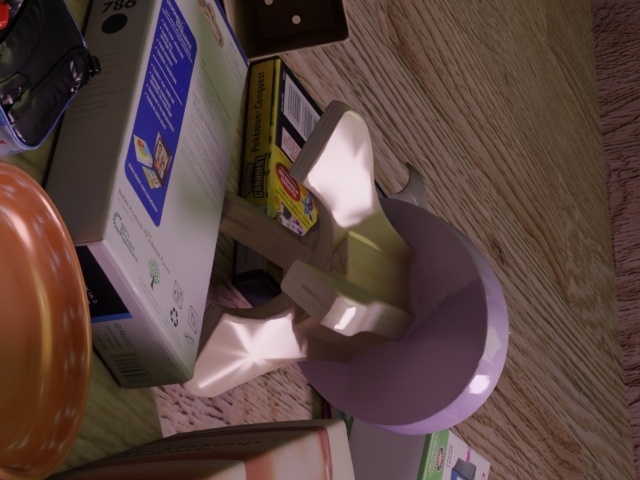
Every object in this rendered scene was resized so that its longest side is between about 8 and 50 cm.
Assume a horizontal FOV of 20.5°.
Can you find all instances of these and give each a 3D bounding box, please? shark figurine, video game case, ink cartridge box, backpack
[{"bbox_3d":[0.116,0.045,1.976,0.166,0.116,0.278,52,-5,27],"label":"shark figurine"},{"bbox_3d":[0.000,0.000,1.695,0.275,0.035,0.248,50,35,-49],"label":"video game case"},{"bbox_3d":[0.088,0.262,1.730,0.212,0.093,0.154,47,53,-64],"label":"ink cartridge box"},{"bbox_3d":[-0.202,-0.108,1.090,0.114,0.084,0.105,-72,149,-49],"label":"backpack"},{"bbox_3d":[-0.128,-0.069,1.333,0.165,0.065,0.332,63,27,-43],"label":"ink cartridge box"}]

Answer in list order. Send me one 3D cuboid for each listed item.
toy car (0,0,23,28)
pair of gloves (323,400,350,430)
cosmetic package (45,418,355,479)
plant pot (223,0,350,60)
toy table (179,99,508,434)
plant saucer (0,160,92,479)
[{"bbox_3d":[-0.186,-0.230,1.073,0.225,0.053,0.239,-15,75,-43],"label":"toy car"},{"bbox_3d":[0.037,0.164,1.786,0.159,0.023,0.198,50,35,-57],"label":"pair of gloves"},{"bbox_3d":[-0.085,0.203,1.189,0.296,0.153,0.129,-3,85,-73],"label":"cosmetic package"},{"bbox_3d":[-0.032,-0.229,1.653,0.096,0.109,0.109,-56,136,-83],"label":"plant pot"},{"bbox_3d":[0.009,0.032,1.403,0.161,0.274,0.252,27,85,-36],"label":"toy table"},{"bbox_3d":[-0.201,0.051,1.088,0.200,0.037,0.200,-8,90,-71],"label":"plant saucer"}]
